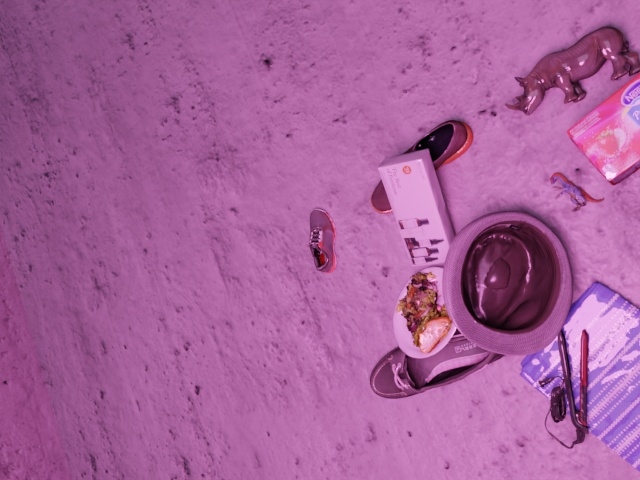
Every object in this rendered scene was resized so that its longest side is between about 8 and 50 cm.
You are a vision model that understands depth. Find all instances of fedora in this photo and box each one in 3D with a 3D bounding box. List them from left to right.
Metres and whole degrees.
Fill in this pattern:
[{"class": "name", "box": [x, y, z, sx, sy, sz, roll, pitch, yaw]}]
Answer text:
[{"class": "fedora", "box": [0.349, 0.082, 1.145, 0.244, 0.124, 0.275, 7, 80, 2]}]

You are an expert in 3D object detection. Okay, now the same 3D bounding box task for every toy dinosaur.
[{"class": "toy dinosaur", "box": [0.487, -0.098, 1.152, 0.090, 0.047, 0.082, -13, 73, -4]}]

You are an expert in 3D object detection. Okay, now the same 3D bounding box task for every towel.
[{"class": "towel", "box": [0.577, 0.267, 1.102, 0.336, 0.040, 0.243, 41, 108, 21]}]

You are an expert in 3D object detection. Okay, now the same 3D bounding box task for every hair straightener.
[{"class": "hair straightener", "box": [0.460, 0.281, 1.121, 0.089, 0.047, 0.230, -1, 94, 27]}]

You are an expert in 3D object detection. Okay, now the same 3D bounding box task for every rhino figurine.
[{"class": "rhino figurine", "box": [0.469, -0.315, 1.128, 0.243, 0.073, 0.106, -25, 83, 29]}]

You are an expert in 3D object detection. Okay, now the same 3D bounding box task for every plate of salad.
[{"class": "plate of salad", "box": [0.214, 0.148, 1.248, 0.200, 0.048, 0.199, -35, 45, 44]}]

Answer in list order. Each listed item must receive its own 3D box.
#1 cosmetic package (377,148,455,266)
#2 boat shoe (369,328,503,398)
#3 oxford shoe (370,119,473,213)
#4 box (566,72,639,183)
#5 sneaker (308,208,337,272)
[{"class": "cosmetic package", "box": [0.206, -0.063, 1.227, 0.099, 0.060, 0.238, -10, 115, 28]}, {"class": "boat shoe", "box": [0.233, 0.259, 1.256, 0.335, 0.096, 0.112, -28, 77, 27]}, {"class": "oxford shoe", "box": [0.198, -0.161, 1.268, 0.271, 0.098, 0.096, -45, 70, 22]}, {"class": "box", "box": [0.581, -0.223, 1.033, 0.257, 0.128, 0.122, -41, 72, 24]}, {"class": "sneaker", "box": [0.000, 0.000, 1.402, 0.061, 0.065, 0.157, -16, 83, 29]}]
